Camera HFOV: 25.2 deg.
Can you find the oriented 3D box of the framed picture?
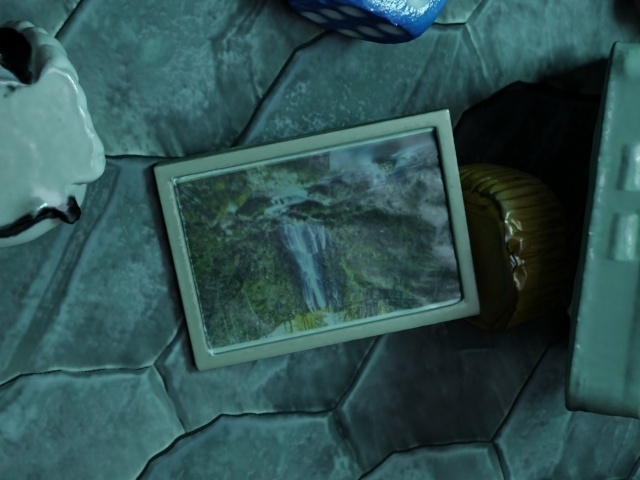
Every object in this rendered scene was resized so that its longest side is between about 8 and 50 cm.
[{"bbox_3d":[0.000,0.000,1.542,0.324,0.020,0.240,-10,106,-4],"label":"framed picture"}]

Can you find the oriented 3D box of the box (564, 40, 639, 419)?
[{"bbox_3d":[0.350,-0.025,1.607,0.111,0.396,0.396,7,98,12],"label":"box"}]

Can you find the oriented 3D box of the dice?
[{"bbox_3d":[0.054,-0.295,1.515,0.146,0.143,0.146,20,86,-29],"label":"dice"}]

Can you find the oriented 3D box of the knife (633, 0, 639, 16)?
[{"bbox_3d":[0.411,-0.397,1.737,0.123,0.053,0.278,8,89,-41],"label":"knife"}]

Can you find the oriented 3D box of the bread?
[{"bbox_3d":[0.199,0.003,1.615,0.104,0.199,0.199,-16,106,-27],"label":"bread"}]

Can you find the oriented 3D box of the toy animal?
[{"bbox_3d":[-0.316,-0.097,1.344,0.208,0.156,0.204,-23,113,-6],"label":"toy animal"}]
